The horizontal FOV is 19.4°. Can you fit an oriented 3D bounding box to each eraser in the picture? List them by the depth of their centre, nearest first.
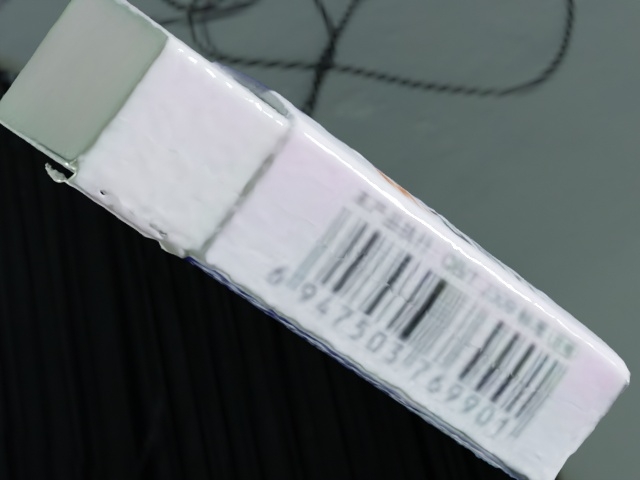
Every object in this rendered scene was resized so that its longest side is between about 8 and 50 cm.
[{"bbox_3d":[0.000,0.000,0.851,0.287,0.130,0.086,35,90,-29],"label":"eraser"}]
